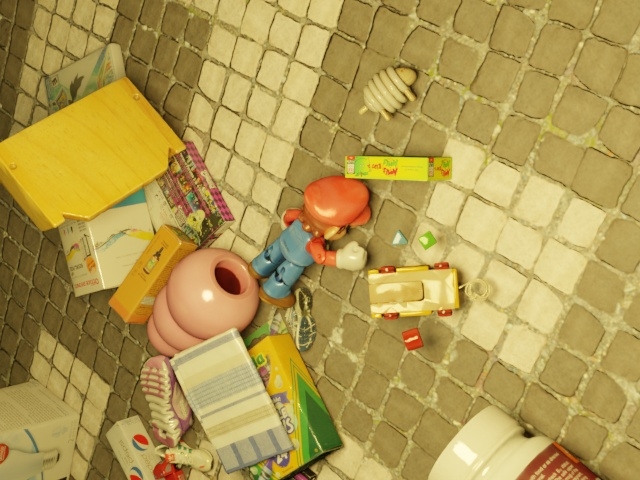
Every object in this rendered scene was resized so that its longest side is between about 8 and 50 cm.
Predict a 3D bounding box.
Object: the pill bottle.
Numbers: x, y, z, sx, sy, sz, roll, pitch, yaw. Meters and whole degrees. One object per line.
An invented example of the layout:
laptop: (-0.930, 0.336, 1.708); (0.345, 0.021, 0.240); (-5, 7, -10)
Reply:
pill bottle: (0.382, 0.469, 1.395); (0.392, 0.224, 0.224); (40, 117, 27)

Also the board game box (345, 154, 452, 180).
board game box: (0.146, -0.138, 1.599); (0.181, 0.092, 0.043); (5, 99, 37)

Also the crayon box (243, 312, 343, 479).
crayon box: (-0.110, 0.347, 1.830); (0.203, 0.083, 0.323); (-39, 67, 29)

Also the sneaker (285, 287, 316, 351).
sneaker: (-0.046, 0.169, 1.811); (0.058, 0.052, 0.135); (-6, 84, 48)

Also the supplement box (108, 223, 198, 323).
supplement box: (-0.384, 0.079, 1.948); (0.078, 0.080, 0.233); (42, 103, 27)

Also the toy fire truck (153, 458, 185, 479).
toy fire truck: (-0.375, 0.632, 2.048); (0.047, 0.135, 0.192); (-29, 77, 36)

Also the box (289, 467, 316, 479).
box: (-0.080, 0.554, 1.882); (0.116, 0.029, 0.162); (33, 112, 32)

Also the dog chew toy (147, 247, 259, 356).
dog chew toy: (-0.280, 0.158, 1.898); (0.332, 0.206, 0.207); (-42, 70, 41)

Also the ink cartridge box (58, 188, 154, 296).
ink cartridge box: (-0.513, 0.001, 2.046); (0.171, 0.168, 0.233); (-14, 90, 49)

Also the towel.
towel: (-0.189, 0.338, 1.785); (0.209, 0.034, 0.285); (-29, 87, 33)

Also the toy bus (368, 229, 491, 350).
toy bus: (0.185, 0.090, 1.583); (0.202, 0.104, 0.191); (42, 98, 5)

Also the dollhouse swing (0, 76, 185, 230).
dollhouse swing: (-0.552, -0.162, 1.956); (0.315, 0.346, 0.305); (49, 151, 7)

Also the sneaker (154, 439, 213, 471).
sneaker: (-0.333, 0.525, 2.043); (0.161, 0.075, 0.057); (14, 103, 36)

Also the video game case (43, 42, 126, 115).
video game case: (-0.592, -0.304, 2.186); (0.299, 0.036, 0.329); (-13, 86, 37)

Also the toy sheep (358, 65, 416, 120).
toy sheep: (0.126, -0.280, 1.606); (0.132, 0.091, 0.091); (-37, 71, 15)

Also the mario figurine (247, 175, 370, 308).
mario figurine: (0.000, 0.000, 1.720); (0.198, 0.170, 0.320); (43, 122, 0)

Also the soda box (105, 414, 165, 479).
soda box: (-0.458, 0.559, 2.147); (0.074, 0.069, 0.216); (-46, 67, 32)

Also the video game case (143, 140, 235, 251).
video game case: (-0.322, -0.081, 1.995); (0.210, 0.041, 0.232); (-42, 69, 33)

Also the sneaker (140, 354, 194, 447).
sneaker: (-0.353, 0.369, 2.011); (0.095, 0.104, 0.237); (13, 119, 38)

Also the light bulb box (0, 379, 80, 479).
light bulb box: (-0.892, 0.616, 2.303); (0.225, 0.361, 0.358); (24, 109, 34)
